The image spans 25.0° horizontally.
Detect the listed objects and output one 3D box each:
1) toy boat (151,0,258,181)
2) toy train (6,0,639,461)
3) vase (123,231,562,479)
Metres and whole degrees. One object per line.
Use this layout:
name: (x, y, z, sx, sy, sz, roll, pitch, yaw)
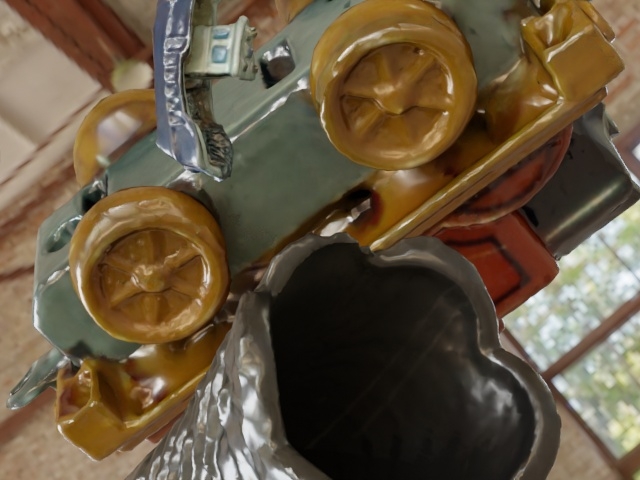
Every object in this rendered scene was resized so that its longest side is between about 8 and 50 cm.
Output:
toy boat: (-0.039, -0.062, 0.504, 0.038, 0.083, 0.038, -3, 1, 0)
toy train: (0.000, 0.000, 0.747, 0.369, 0.163, 0.231, -37, -62, 11)
vase: (-0.038, 0.098, 0.485, 0.115, 0.115, 0.237, -9, -24, -43)
